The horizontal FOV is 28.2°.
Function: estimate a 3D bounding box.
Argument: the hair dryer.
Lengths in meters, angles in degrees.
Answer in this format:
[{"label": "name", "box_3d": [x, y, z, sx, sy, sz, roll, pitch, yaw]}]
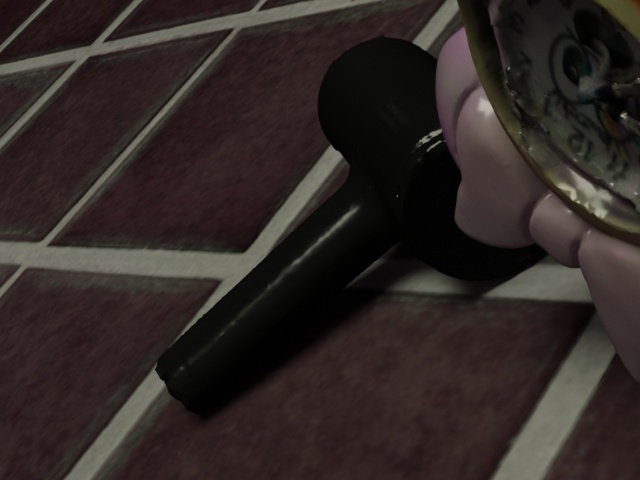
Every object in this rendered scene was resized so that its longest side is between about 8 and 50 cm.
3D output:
[{"label": "hair dryer", "box_3d": [0.000, 0.000, 0.723, 0.251, 0.089, 0.197, -42, 27, 6]}]

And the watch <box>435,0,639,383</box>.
[{"label": "watch", "box_3d": [0.175, -0.088, 0.479, 0.217, 0.248, 0.211, -36, 62, -16]}]
